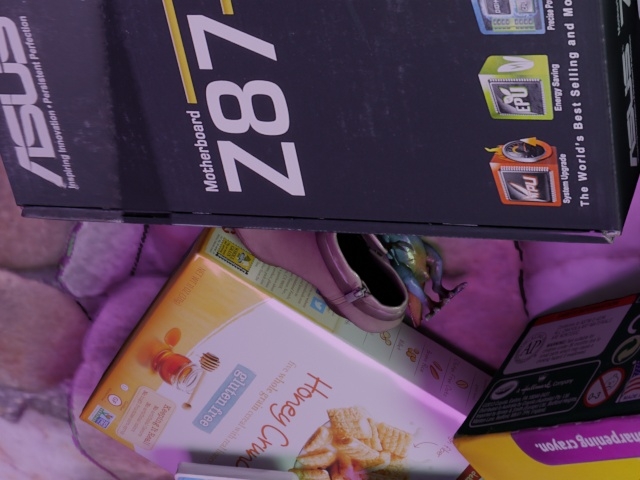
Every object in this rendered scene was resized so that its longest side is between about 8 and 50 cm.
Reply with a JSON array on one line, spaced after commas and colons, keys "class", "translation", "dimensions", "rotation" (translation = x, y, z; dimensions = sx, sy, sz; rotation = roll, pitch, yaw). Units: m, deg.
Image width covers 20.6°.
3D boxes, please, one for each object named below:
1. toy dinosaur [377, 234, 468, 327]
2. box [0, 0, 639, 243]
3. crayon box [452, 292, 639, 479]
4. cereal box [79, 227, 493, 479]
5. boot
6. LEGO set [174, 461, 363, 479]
[{"class": "toy dinosaur", "translation": [0.039, 0.005, 0.942], "dimensions": [0.082, 0.047, 0.090], "rotation": [49, 138, 3]}, {"class": "box", "translation": [-0.026, -0.186, 0.782], "dimensions": [0.318, 0.097, 0.395], "rotation": [4, 127, 19]}, {"class": "crayon box", "translation": [0.286, 0.151, 0.836], "dimensions": [0.313, 0.106, 0.363], "rotation": [47, 150, -15]}, {"class": "cereal box", "translation": [-0.001, 0.106, 1.025], "dimensions": [0.240, 0.047, 0.173], "rotation": [31, 131, -6]}, {"class": "boot", "translation": [0.000, 0.000, 0.918], "dimensions": [0.118, 0.042, 0.087], "rotation": [45, 163, -6]}, {"class": "LEGO set", "translation": [0.042, 0.214, 1.029], "dimensions": [0.244, 0.060, 0.182], "rotation": [3, 134, 18]}]
